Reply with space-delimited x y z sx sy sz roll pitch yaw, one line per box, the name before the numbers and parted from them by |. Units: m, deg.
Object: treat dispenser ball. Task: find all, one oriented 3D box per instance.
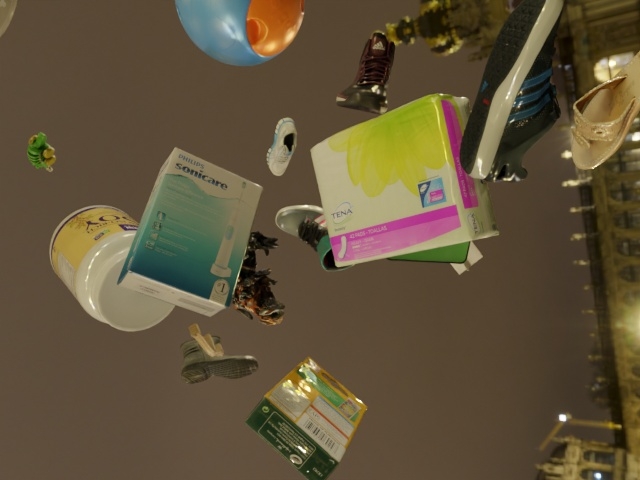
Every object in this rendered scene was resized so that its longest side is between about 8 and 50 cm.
treat dispenser ball | -0.178 -0.541 1.277 0.288 0.288 0.288 11 -103 -57

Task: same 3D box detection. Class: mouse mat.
mouse mat | 0.227 -0.028 1.158 0.190 0.007 0.152 3 -75 -19

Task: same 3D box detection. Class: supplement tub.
supplement tub | -0.515 0.065 1.435 0.241 0.331 0.240 -18 -60 -35

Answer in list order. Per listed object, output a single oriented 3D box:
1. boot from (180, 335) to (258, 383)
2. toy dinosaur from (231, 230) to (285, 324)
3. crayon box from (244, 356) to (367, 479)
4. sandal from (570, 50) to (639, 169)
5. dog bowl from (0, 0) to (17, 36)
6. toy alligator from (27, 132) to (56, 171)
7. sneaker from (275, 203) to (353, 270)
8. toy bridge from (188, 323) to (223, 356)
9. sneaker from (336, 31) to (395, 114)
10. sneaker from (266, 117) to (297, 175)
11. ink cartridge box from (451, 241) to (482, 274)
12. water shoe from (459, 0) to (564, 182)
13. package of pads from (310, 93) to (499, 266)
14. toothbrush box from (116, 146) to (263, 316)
boot | -0.325 0.360 1.819 0.161 0.247 0.083 -104 11 -55
toy dinosaur | -0.224 0.093 1.506 0.164 0.322 0.218 -60 -9 -56
crayon box | -0.020 0.400 1.309 0.083 0.203 0.323 -53 -10 13
sandal | 0.374 -0.182 0.752 0.079 0.240 0.088 -2 -118 -16
dog bowl | -0.839 -0.564 1.202 0.102 0.349 0.348 -112 8 -76
toy alligator | -0.689 -0.202 1.402 0.056 0.189 0.051 41 -119 -2
sneaker | 0.000 0.000 1.656 0.178 0.296 0.123 -74 -2 -59
toy bridge | -0.319 0.300 1.638 0.063 0.026 0.188 59 178 33
sneaker | 0.103 -0.359 1.210 0.281 0.107 0.162 -71 -7 -72
sneaker | -0.113 -0.272 1.744 0.072 0.083 0.190 -4 -51 -25
ink cartridge box | 0.409 0.024 1.710 0.092 0.090 0.143 47 -171 -26
water shoe | 0.215 -0.157 0.603 0.073 0.080 0.203 -99 22 -56
package of pads | 0.120 -0.090 0.925 0.101 0.297 0.229 -9 -94 -42
toothbrush box | -0.273 -0.015 1.224 0.216 0.126 0.295 23 -116 -23
